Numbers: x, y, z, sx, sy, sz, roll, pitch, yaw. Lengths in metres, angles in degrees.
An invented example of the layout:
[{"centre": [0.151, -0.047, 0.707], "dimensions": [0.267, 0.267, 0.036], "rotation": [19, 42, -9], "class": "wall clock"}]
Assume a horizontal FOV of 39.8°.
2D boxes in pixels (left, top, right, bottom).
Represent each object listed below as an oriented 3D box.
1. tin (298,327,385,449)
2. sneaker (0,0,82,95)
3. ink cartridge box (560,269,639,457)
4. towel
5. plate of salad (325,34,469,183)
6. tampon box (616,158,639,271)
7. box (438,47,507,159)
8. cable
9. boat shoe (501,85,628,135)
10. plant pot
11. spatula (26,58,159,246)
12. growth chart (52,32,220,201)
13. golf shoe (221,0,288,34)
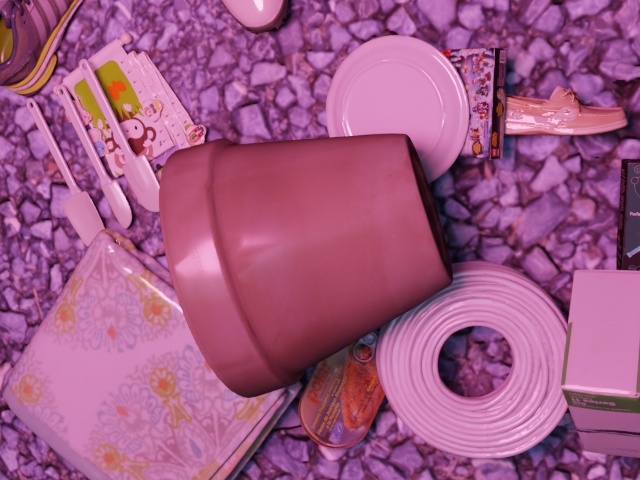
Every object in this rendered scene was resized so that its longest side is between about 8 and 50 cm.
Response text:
[{"centre": [0.039, 0.201, 1.238], "dimensions": [0.106, 0.040, 0.190], "rotation": [26, 104, 6], "class": "tin"}, {"centre": [-0.400, -0.341, 1.223], "dimensions": [0.111, 0.121, 0.300], "rotation": [25, 104, 10], "class": "sneaker"}, {"centre": [0.344, 0.149, 1.033], "dimensions": [0.086, 0.208, 0.153], "rotation": [1, 59, 25], "class": "ink cartridge box"}, {"centre": [-0.253, 0.216, 1.295], "dimensions": [0.374, 0.090, 0.321], "rotation": [38, 104, 6], "class": "towel"}, {"centre": [0.100, -0.164, 1.150], "dimensions": [0.199, 0.048, 0.200], "rotation": [6, 104, 26], "class": "plate of salad"}, {"centre": [0.423, -0.017, 1.064], "dimensions": [0.120, 0.101, 0.161], "rotation": [3, 99, 14], "class": "tampon box"}, {"centre": [0.189, -0.173, 1.117], "dimensions": [0.094, 0.027, 0.137], "rotation": [11, 104, 51], "class": "box"}, {"centre": [0.200, 0.157, 1.144], "dimensions": [0.257, 0.089, 0.257], "rotation": [-22, 92, 9], "class": "cable"}, {"centre": [0.293, -0.162, 1.097], "dimensions": [0.170, 0.063, 0.059], "rotation": [1, 105, 16], "class": "boat shoe"}, {"centre": [0.000, 0.000, 1.075], "dimensions": [0.280, 0.323, 0.323], "rotation": [-18, 94, 12], "class": "plant pot"}, {"centre": [-0.334, -0.122, 1.280], "dimensions": [0.168, 0.019, 0.242], "rotation": [-25, 95, 29], "class": "spatula"}, {"centre": [-0.268, -0.172, 1.269], "dimensions": [0.172, 0.021, 0.237], "rotation": [-40, 87, 18], "class": "growth chart"}, {"centre": [-0.122, -0.400, 1.142], "dimensions": [0.105, 0.120, 0.273], "rotation": [-17, 96, 15], "class": "golf shoe"}]
